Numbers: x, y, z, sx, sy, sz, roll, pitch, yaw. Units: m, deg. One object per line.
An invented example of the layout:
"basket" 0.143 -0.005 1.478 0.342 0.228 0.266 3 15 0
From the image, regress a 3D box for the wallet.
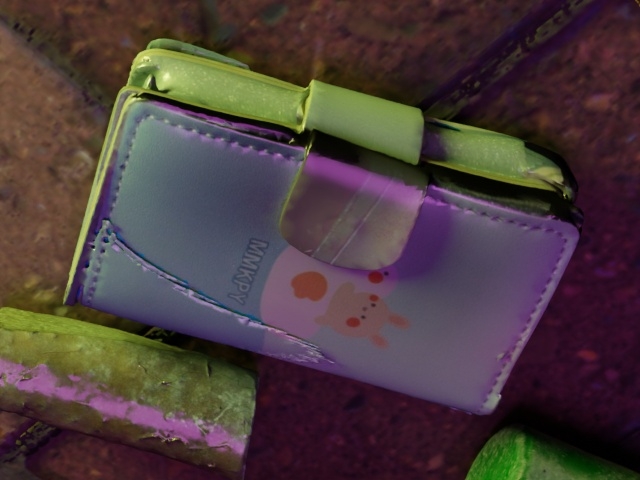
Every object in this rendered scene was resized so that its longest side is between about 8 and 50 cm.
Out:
"wallet" 0.000 0.000 0.881 0.250 0.075 0.176 16 128 -7

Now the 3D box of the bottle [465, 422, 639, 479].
"bottle" 0.243 0.214 0.996 0.330 0.093 0.093 25 123 -12

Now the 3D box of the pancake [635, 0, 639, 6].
"pancake" 0.225 -0.130 0.751 0.266 0.057 0.244 -4 135 24

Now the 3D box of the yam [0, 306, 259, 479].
"yam" -0.116 0.086 0.956 0.169 0.068 0.068 18 125 -5
